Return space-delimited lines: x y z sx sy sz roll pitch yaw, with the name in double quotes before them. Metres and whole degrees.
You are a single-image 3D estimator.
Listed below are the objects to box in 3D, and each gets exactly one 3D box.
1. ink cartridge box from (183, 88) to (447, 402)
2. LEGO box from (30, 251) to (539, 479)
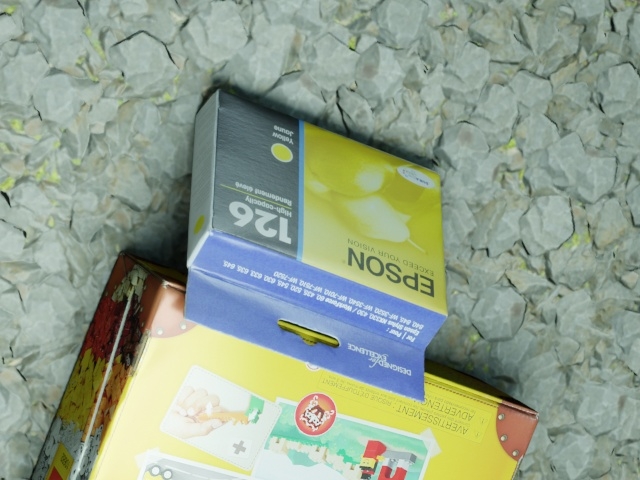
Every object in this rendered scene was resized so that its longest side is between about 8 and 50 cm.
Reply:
"ink cartridge box" 0.000 0.000 1.874 0.303 0.307 0.072 21 133 -22
"LEGO box" -0.051 0.277 1.941 0.500 0.193 0.373 21 92 -22
